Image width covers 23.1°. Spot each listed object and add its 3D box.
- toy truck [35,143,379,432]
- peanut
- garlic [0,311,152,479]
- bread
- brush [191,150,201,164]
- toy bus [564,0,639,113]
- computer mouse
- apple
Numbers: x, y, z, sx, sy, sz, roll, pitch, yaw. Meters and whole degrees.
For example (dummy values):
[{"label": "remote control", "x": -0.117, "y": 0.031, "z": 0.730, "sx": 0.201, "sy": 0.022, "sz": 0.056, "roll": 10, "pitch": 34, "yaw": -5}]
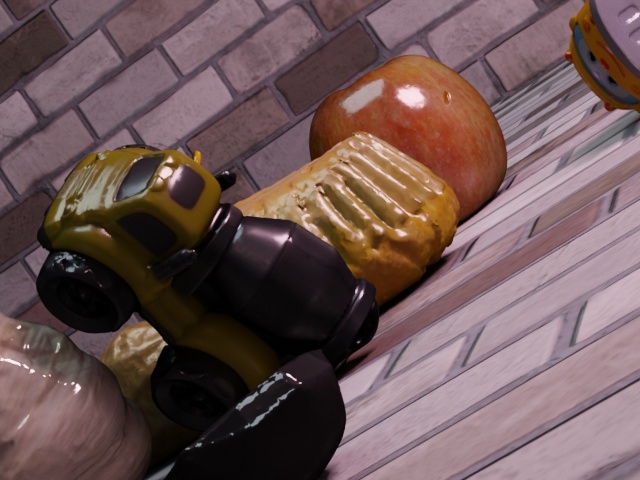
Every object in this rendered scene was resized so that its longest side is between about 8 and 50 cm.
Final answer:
[{"label": "toy truck", "x": -0.077, "y": 0.018, "z": 1.111, "sx": 0.165, "sy": 0.224, "sz": 0.147, "roll": -29, "pitch": 27, "yaw": 44}, {"label": "peanut", "x": -0.144, "y": 0.127, "z": 1.266, "sx": 0.226, "sy": 0.108, "sz": 0.095, "roll": -35, "pitch": 8, "yaw": 26}, {"label": "garlic", "x": -0.240, "y": 0.171, "z": 1.115, "sx": 0.218, "sy": 0.218, "sz": 0.212, "roll": -32, "pitch": 33, "yaw": 40}, {"label": "bread", "x": 0.004, "y": 0.002, "z": 1.338, "sx": 0.240, "sy": 0.139, "sz": 0.240, "roll": -31, "pitch": 4, "yaw": 2}, {"label": "brush", "x": -0.132, "y": 0.053, "z": 1.383, "sx": 0.013, "sy": 0.272, "sz": 0.103, "roll": 10, "pitch": -6, "yaw": -11}, {"label": "toy bus", "x": 0.314, "y": -0.201, "z": 1.372, "sx": 0.209, "sy": 0.126, "sz": 0.136, "roll": -36, "pitch": -5, "yaw": -20}, {"label": "computer mouse", "x": -0.033, "y": 0.115, "z": 0.815, "sx": 0.099, "sy": 0.057, "sz": 0.172, "roll": -39, "pitch": -7, "yaw": -33}, {"label": "apple", "x": 0.083, "y": -0.088, "z": 1.547, "sx": 0.188, "sy": 0.174, "sz": 0.188, "roll": -31, "pitch": 4, "yaw": 2}]
